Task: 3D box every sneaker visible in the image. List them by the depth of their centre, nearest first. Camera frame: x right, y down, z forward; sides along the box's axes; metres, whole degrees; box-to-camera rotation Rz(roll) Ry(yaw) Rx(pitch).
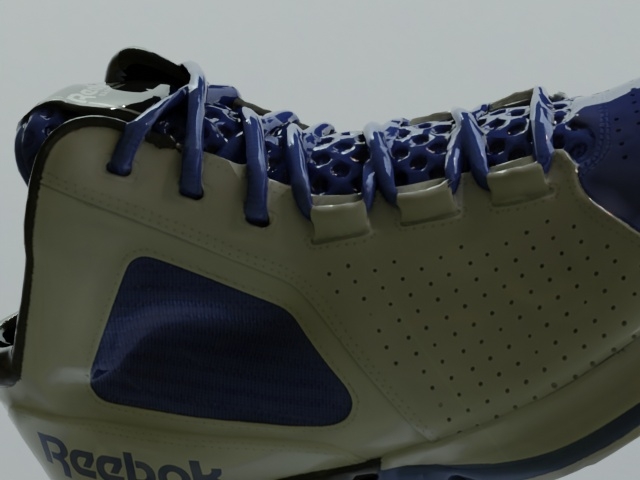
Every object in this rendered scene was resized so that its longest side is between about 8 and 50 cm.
[{"bbox_3d":[-0.001,0.001,0.640,0.315,0.182,0.127,-32,-165,21],"label":"sneaker"}]
